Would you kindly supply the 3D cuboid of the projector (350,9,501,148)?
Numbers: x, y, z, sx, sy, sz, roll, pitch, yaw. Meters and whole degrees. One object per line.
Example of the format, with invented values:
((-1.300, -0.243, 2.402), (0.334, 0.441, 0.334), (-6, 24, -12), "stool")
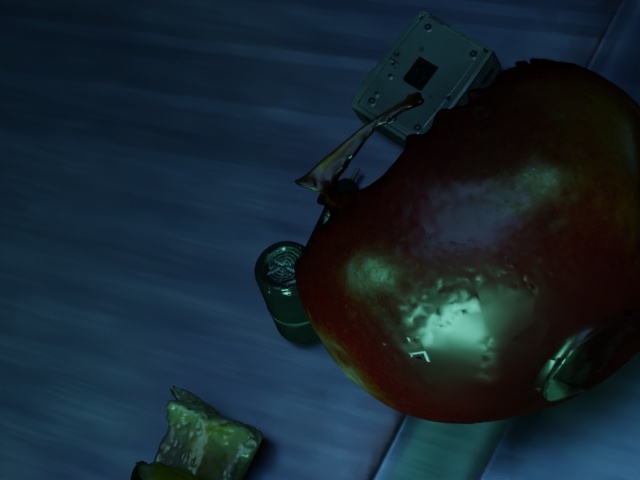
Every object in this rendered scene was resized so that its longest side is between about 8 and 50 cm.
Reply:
((0.122, -0.184, 1.842), (0.115, 0.061, 0.147), (35, 84, 27), "projector")

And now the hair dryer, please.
((0.000, 0.000, 1.800), (0.072, 0.124, 0.219), (16, 61, 20), "hair dryer")

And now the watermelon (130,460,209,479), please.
((-0.090, 0.333, 1.659), (0.301, 0.123, 0.129), (25, 49, 13), "watermelon")

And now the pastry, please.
((-0.156, 0.303, 1.749), (0.122, 0.089, 0.258), (16, 78, 19), "pastry")

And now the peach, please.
((0.186, 0.018, 1.599), (0.406, 0.335, 0.310), (-31, 64, -1), "peach")
